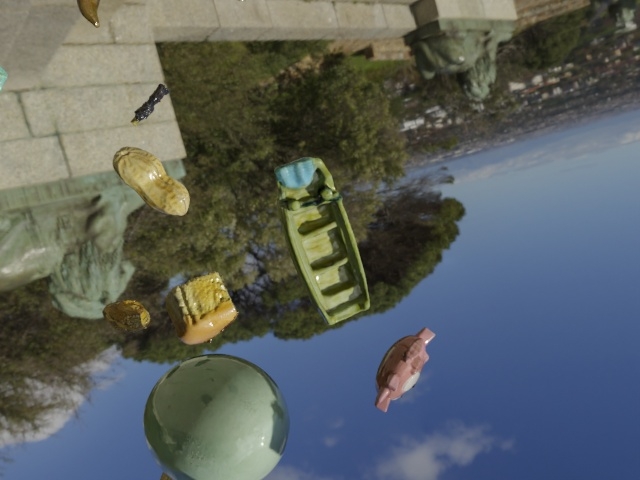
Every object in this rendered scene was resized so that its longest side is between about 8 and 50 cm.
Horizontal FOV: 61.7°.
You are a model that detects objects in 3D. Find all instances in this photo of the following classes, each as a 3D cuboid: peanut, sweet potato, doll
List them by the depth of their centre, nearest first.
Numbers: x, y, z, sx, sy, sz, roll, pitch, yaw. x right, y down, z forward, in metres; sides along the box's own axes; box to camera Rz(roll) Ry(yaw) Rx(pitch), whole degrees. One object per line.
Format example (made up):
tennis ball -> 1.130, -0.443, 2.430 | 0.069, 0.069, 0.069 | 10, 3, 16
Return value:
doll -> 0.186, 0.288, 1.226 | 0.211, 0.093, 0.262 | -48, 165, -30
sweet potato -> -0.554, -0.631, 1.265 | 0.059, 0.249, 0.069 | 1, -164, 17
peanut -> -0.574, -0.199, 1.831 | 0.147, 0.305, 0.147 | -41, -172, 7

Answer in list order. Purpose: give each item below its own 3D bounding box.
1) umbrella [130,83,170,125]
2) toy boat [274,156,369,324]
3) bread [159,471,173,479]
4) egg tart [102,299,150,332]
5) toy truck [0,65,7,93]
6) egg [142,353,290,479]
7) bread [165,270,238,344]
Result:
umbrella -> -0.483, -0.383, 1.516 | 0.144, 0.037, 0.040 | -45, 173, 7
toy boat -> -0.002, -0.002, 0.899 | 0.111, 0.276, 0.084 | -21, -169, -8
bread -> -0.356, 0.723, 1.599 | 0.110, 0.234, 0.184 | -24, -155, 32
egg tart -> -0.519, 0.193, 1.442 | 0.128, 0.049, 0.129 | 23, -158, -10
toy truck -> -0.605, -0.299, 0.773 | 0.279, 0.156, 0.155 | 32, 176, -38
egg -> -0.222, 0.380, 1.134 | 0.276, 0.276, 0.389 | -18, -172, -40
bread -> -0.414, 0.242, 1.792 | 0.262, 0.204, 0.162 | -38, 164, 24
